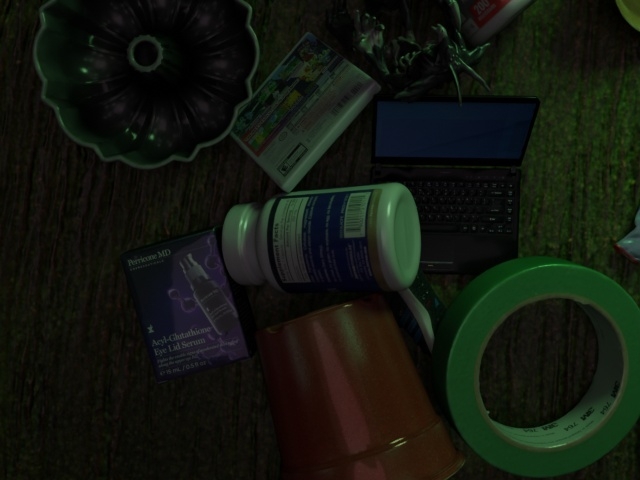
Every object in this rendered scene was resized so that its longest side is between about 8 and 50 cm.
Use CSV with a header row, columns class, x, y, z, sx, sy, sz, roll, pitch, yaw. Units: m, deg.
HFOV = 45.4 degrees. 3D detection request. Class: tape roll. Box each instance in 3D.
class,x,y,z,sx,sy,sz,roll,pitch,yaw
tape roll,0.328,0.186,1.137,0.321,0.077,0.321,-1,99,-8

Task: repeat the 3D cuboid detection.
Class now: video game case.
class,x,y,z,sx,sy,sz,roll,pitch,yaw
video game case,-0.032,-0.194,1.135,0.201,0.023,0.183,-48,51,6

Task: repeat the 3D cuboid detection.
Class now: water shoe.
class,x,y,z,sx,sy,sz,roll,pitch,yaw
water shoe,0.146,0.115,1.188,0.080,0.073,0.203,-17,107,42

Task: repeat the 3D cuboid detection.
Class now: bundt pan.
class,x,y,z,sx,sy,sz,roll,pitch,yaw
bundt pan,-0.247,-0.268,1.144,0.330,0.124,0.331,0,94,2

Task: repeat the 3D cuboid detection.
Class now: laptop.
class,x,y,z,sx,sy,sz,roll,pitch,yaw
laptop,0.189,-0.074,1.128,0.234,0.136,0.264,2,94,4

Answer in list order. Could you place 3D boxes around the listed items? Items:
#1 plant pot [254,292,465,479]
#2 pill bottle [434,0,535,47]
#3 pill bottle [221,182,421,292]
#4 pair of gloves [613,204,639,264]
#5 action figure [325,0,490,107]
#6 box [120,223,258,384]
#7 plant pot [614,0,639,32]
class,x,y,z,sx,sy,sz,roll,pitch,yaw
plant pot,0.038,0.226,1.109,0.272,0.272,0.265,-18,85,4
pill bottle,0.194,-0.432,1.088,0.161,0.161,0.283,-40,91,5
pill bottle,0.000,0.000,1.108,0.264,0.153,0.153,-2,94,24
pair of gloves,0.559,0.007,1.172,0.198,0.023,0.159,42,97,0
action figure,0.115,-0.286,1.045,0.164,0.141,0.275,-36,47,-12
box,-0.196,0.093,1.176,0.153,0.108,0.207,-17,94,5
plant pot,0.511,-0.411,1.095,0.236,0.032,0.236,-8,117,-15
